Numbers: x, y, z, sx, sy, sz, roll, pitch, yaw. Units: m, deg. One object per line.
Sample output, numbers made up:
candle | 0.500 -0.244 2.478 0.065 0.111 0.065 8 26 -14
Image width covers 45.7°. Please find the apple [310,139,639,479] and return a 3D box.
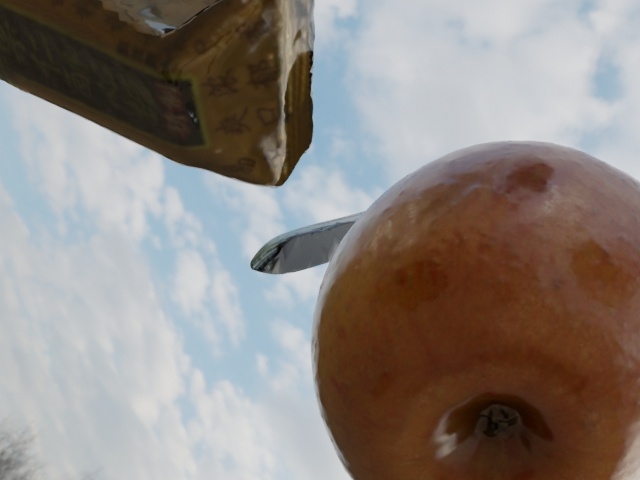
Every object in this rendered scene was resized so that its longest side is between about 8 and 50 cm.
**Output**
apple | 0.140 0.078 0.584 0.299 0.275 0.299 11 -57 18

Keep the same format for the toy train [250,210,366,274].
toy train | 0.000 0.000 1.031 0.048 0.251 0.055 21 -62 47

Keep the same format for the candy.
candy | -0.122 -0.119 0.430 0.271 0.101 0.143 22 -38 22
